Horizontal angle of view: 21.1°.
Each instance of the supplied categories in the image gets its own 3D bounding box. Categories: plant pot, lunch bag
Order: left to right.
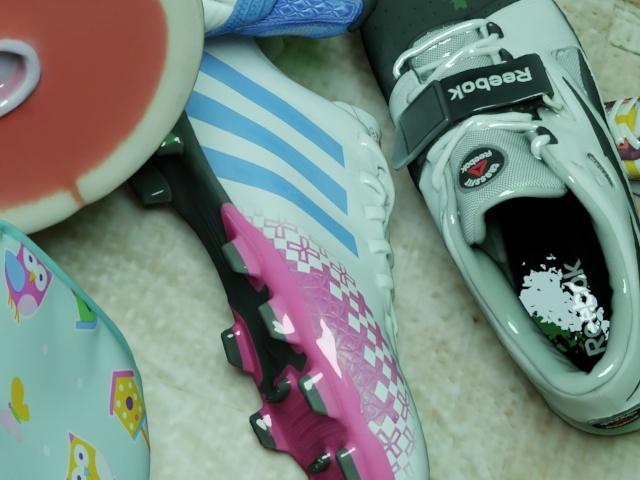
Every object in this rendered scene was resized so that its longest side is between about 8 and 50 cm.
[{"bbox_3d":[-0.195,-0.145,0.851,0.275,0.275,0.243,-18,49,-21],"label":"plant pot"},{"bbox_3d":[-0.173,0.133,0.779,0.108,0.224,0.279,-7,62,21],"label":"lunch bag"}]

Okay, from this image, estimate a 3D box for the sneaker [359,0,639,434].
[{"bbox_3d":[0.106,-0.053,0.960,0.122,0.146,0.330,-30,75,11],"label":"sneaker"}]

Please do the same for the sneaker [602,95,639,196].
[{"bbox_3d":[0.184,-0.066,1.047,0.185,0.084,0.069,6,63,-10],"label":"sneaker"}]

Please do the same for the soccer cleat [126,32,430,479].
[{"bbox_3d":[0.000,0.000,0.952,0.143,0.116,0.331,-21,70,-24],"label":"soccer cleat"}]

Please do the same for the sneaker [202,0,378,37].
[{"bbox_3d":[-0.042,-0.212,1.020,0.147,0.129,0.330,10,37,-22],"label":"sneaker"}]
